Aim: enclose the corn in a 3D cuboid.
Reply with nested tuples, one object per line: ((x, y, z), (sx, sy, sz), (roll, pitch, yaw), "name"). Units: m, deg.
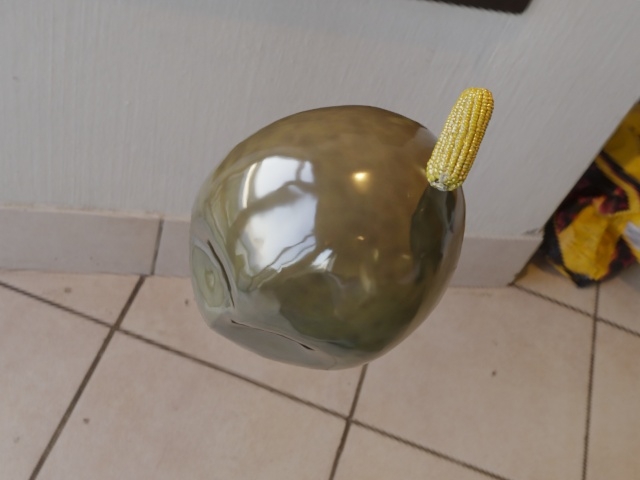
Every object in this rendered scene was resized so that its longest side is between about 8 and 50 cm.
((0.118, -0.086, 0.701), (0.037, 0.037, 0.092), (24, 82, 0), "corn")

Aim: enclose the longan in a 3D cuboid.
((0.000, 0.000, 0.887), (0.288, 0.350, 0.288), (12, 63, -24), "longan")
